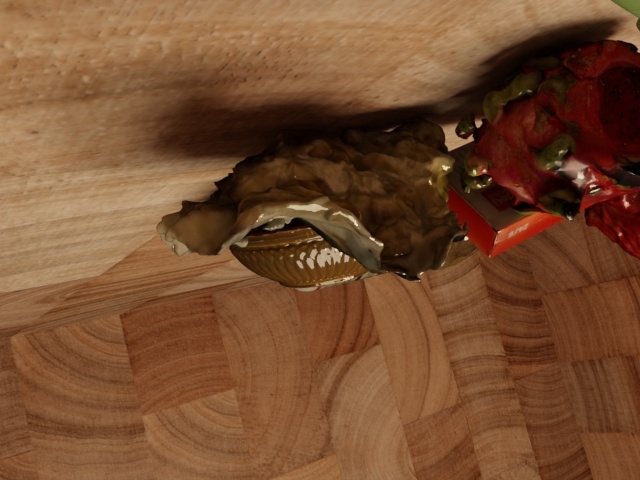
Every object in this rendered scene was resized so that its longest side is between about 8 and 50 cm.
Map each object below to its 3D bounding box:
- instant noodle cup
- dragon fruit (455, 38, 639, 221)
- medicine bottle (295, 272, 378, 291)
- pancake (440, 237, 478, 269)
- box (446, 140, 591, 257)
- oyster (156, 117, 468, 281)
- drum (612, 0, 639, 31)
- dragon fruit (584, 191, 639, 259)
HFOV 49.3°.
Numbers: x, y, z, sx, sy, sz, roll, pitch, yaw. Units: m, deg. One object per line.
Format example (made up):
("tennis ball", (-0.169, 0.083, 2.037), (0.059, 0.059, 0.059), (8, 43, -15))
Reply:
("instant noodle cup", (0.000, 0.000, 0.876), (0.274, 0.091, 0.274), (-11, -170, 2))
("dragon fruit", (0.208, -0.087, 0.616), (0.166, 0.160, 0.172), (-57, -171, -20))
("medicine bottle", (0.061, -0.001, 1.137), (0.250, 0.131, 0.131), (-11, 173, -23))
("pancake", (0.245, -0.042, 1.096), (0.242, 0.050, 0.242), (-31, 149, -21))
("box", (0.235, -0.076, 0.748), (0.229, 0.123, 0.050), (-25, 143, -19))
("oyster", (0.011, -0.040, 0.608), (0.238, 0.115, 0.351), (9, -156, 40))
("drum", (0.230, -0.160, 0.466), (0.253, 0.130, 0.049), (23, 128, -30))
("dragon fruit", (0.491, -0.081, 0.866), (0.240, 0.330, 0.302), (-36, 173, -4))
